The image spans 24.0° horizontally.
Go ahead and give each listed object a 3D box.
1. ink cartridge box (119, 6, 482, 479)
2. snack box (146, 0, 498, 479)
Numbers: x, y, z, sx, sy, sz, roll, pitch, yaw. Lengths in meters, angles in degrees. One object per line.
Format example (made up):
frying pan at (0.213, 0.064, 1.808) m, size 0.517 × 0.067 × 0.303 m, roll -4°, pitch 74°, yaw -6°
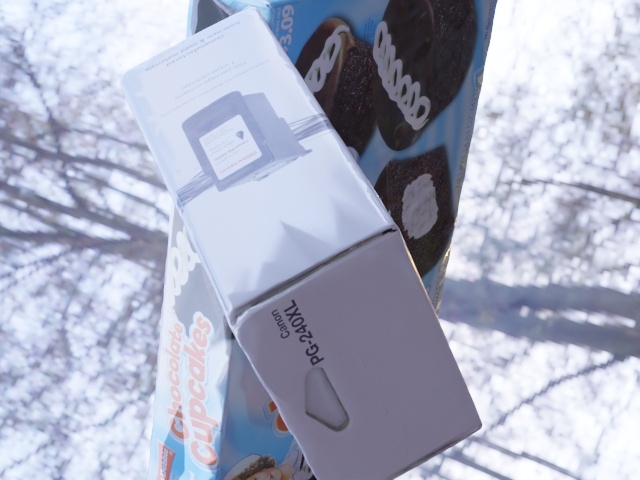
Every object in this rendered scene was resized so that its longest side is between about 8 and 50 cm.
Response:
ink cartridge box at (-0.008, 0.003, 0.543) m, size 0.063 × 0.150 × 0.109 m, roll -28°, pitch -48°, yaw -2°
snack box at (0.000, 0.000, 0.823) m, size 0.187 × 0.060 × 0.322 m, roll -22°, pitch -50°, yaw -44°
